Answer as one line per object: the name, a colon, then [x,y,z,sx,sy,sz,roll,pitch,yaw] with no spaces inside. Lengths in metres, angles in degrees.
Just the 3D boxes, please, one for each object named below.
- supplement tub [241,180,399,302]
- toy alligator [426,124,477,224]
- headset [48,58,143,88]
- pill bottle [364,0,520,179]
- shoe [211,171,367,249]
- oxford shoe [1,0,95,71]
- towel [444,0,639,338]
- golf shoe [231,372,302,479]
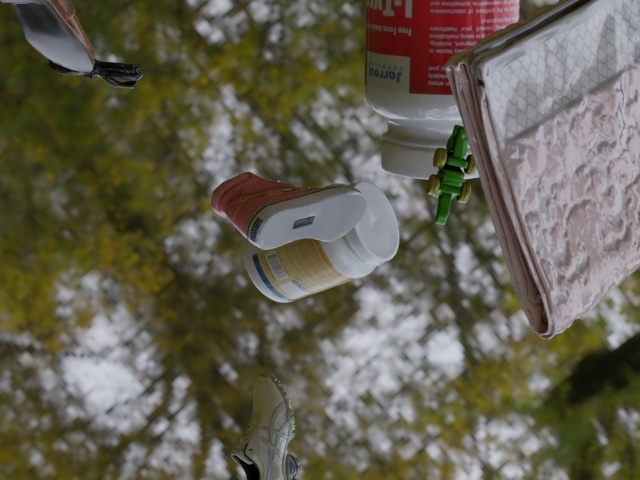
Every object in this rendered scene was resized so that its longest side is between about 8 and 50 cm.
supplement tub: [0.000,0.000,2.515,0.199,0.144,0.144,-19,-151,33]
toy alligator: [0.183,-0.116,2.332,0.051,0.056,0.190,-136,-121,-76]
headset: [-0.277,-0.404,2.283,0.243,0.185,0.394,-109,-144,-69]
pill bottle: [0.178,-0.304,2.515,0.229,0.408,0.229,0,-168,0]
shoe: [-0.032,-0.040,1.791,0.178,0.081,0.063,-12,131,-49]
oxford shoe: [-0.296,-0.263,1.889,0.076,0.212,0.076,8,-118,23]
towel: [0.291,-0.104,1.852,0.053,0.317,0.332,-3,-158,46]
golf shoe: [-0.078,0.263,2.274,0.086,0.176,0.069,-3,164,-26]
